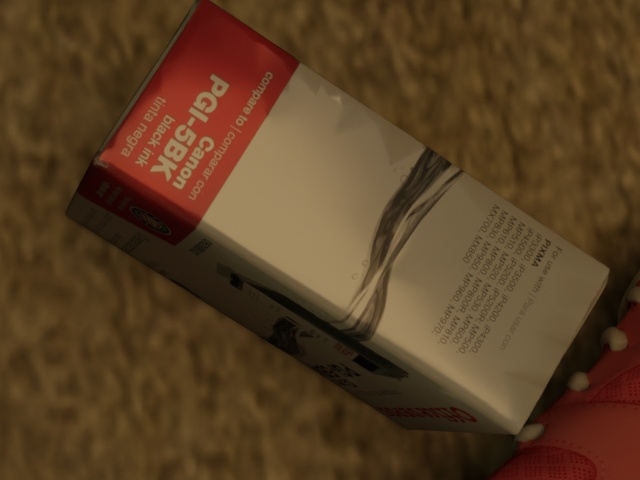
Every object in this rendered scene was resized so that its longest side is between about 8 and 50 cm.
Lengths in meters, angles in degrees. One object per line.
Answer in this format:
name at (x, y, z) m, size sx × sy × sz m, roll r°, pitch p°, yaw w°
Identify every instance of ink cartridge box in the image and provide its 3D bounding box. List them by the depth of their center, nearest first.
ink cartridge box at (0.000, 0.000, 0.412) m, size 0.135 × 0.099 × 0.056 m, roll 33°, pitch 76°, yaw -8°

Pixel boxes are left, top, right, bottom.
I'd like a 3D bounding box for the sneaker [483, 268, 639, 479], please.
sneaker at (0.129, 0.055, 0.453) m, size 0.314 × 0.116 × 0.136 m, roll -19°, pitch 57°, yaw -9°
